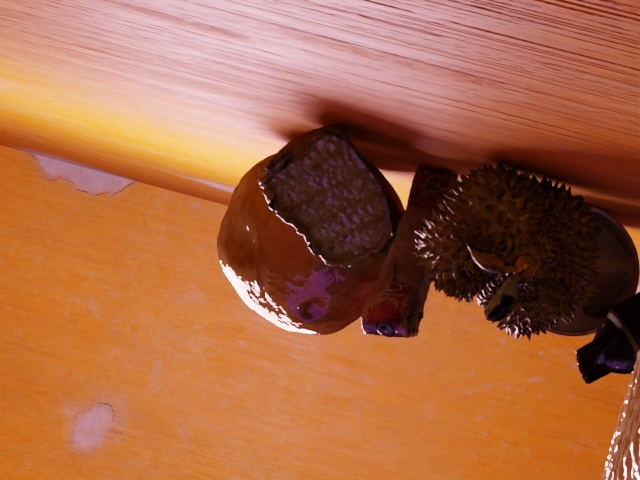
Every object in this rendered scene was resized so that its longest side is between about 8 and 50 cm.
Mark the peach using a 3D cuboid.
[{"bbox_3d":[0.000,0.000,1.244,0.214,0.214,0.235,16,171,-29],"label":"peach"}]

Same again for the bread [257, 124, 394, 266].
[{"bbox_3d":[0.002,-0.063,1.060,0.103,0.110,0.156,-24,132,9],"label":"bread"}]

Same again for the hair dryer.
[{"bbox_3d":[0.310,0.036,1.003,0.078,0.195,0.248,62,-178,35],"label":"hair dryer"}]

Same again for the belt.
[{"bbox_3d":[0.093,0.015,1.102,0.053,0.232,0.071,14,136,9],"label":"belt"}]

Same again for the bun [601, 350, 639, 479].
[{"bbox_3d":[0.241,0.076,0.576,0.146,0.287,0.287,20,179,14],"label":"bun"}]

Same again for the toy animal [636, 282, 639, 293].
[{"bbox_3d":[0.527,0.147,1.506,0.266,0.188,0.308,-102,-13,-52],"label":"toy animal"}]

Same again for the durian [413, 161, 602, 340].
[{"bbox_3d":[0.168,0.000,1.002,0.159,0.146,0.198,31,179,38],"label":"durian"}]

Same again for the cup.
[{"bbox_3d":[0.274,0.041,1.182,0.173,0.134,0.142,28,179,4],"label":"cup"}]
